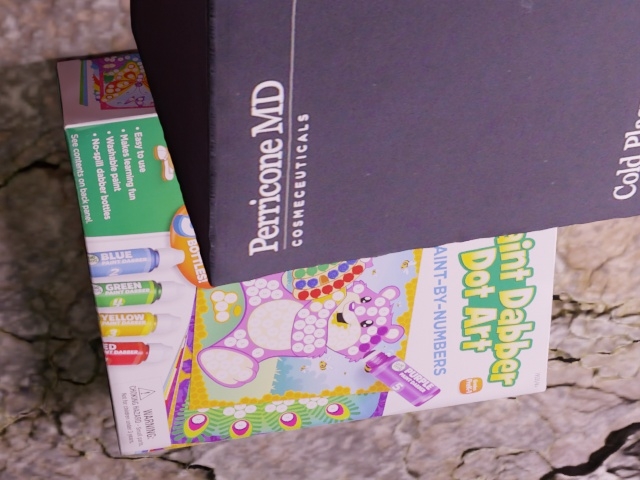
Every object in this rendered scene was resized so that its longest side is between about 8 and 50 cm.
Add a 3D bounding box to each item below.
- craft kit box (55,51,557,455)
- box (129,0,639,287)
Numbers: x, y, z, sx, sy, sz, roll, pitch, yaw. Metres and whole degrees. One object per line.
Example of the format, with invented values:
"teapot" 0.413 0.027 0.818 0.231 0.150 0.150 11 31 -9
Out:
"craft kit box" 0.000 0.000 1.009 0.247 0.061 0.250 -10 135 -7
"box" 0.088 -0.181 0.748 0.313 0.179 0.343 -9 135 -13
